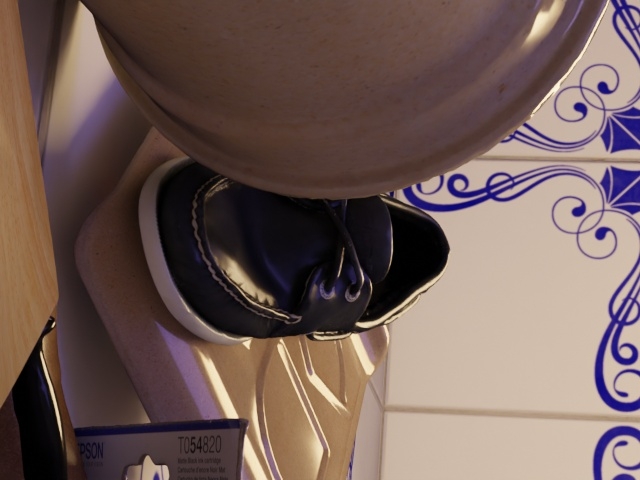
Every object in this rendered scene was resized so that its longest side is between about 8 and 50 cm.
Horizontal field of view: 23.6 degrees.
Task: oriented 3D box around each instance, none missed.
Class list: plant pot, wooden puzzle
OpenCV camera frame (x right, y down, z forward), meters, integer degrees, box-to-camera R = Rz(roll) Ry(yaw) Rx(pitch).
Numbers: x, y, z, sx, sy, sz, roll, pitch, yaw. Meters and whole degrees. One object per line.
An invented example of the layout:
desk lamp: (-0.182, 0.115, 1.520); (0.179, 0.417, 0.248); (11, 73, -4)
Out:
plant pot: (-0.034, -0.211, 0.761); (0.305, 0.333, 0.334); (26, 65, -69)
wooden puzzle: (-0.061, 0.050, 1.089); (0.348, 0.080, 0.322); (-65, 137, -59)

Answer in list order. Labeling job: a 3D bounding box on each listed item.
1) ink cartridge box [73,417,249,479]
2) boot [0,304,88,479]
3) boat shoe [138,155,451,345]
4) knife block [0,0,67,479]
ink cartridge box: (-0.085, 0.213, 0.843); (0.223, 0.045, 0.224); (-12, -108, 57)
boot: (-0.127, 0.141, 0.749); (0.112, 0.115, 0.305); (-36, 126, -77)
boat shoe: (0.001, 0.004, 1.001); (0.340, 0.113, 0.127); (23, 55, -65)
knife block: (-0.157, 0.001, 0.602); (0.242, 0.088, 0.276); (68, 24, -72)
